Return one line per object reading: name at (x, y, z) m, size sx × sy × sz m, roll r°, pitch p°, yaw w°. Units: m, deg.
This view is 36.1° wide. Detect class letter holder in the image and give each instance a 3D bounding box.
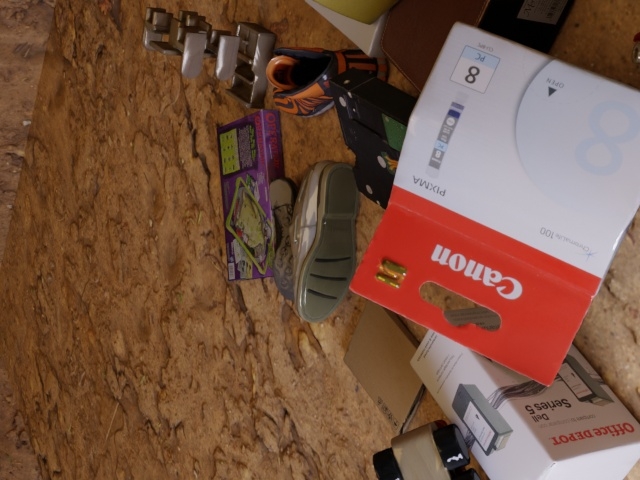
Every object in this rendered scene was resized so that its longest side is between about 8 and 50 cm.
letter holder at (0.234, -0.361, 1.429) m, size 0.214 × 0.152 × 0.301 m, roll 55°, pitch 134°, yaw 42°

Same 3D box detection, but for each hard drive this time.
hard drive at (0.149, -0.120, 1.554) m, size 0.339 × 0.064 × 0.236 m, roll 39°, pitch 154°, yaw 49°

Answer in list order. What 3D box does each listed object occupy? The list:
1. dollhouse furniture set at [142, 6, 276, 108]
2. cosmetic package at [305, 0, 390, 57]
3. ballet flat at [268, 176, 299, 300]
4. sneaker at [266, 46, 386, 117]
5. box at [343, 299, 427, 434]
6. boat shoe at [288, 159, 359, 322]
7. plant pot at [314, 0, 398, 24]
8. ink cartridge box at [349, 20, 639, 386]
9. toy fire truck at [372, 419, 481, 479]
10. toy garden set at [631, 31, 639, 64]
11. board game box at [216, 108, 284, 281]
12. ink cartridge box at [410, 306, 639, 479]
dollhouse furniture set at (-0.232, -0.370, 2.034) m, size 0.212 × 0.242 × 0.160 m, roll 39°, pitch 124°, yaw 49°
cosmetic package at (0.109, -0.447, 1.616) m, size 0.224 × 0.138 × 0.224 m, roll 50°, pitch 131°, yaw 41°
ballet flat at (-0.059, -0.004, 1.976) m, size 0.084 × 0.058 × 0.249 m, roll -7°, pitch 92°, yaw 21°
sneaker at (-0.039, -0.304, 1.807) m, size 0.321 × 0.180 × 0.124 m, roll -9°, pitch 84°, yaw 56°
box at (0.120, 0.217, 1.745) m, size 0.201 × 0.021 × 0.164 m, roll 52°, pitch 132°, yaw 42°
boat shoe at (0.000, 0.000, 1.842) m, size 0.103 × 0.113 × 0.302 m, roll 16°, pitch 94°, yaw 56°
plant pot at (0.033, -0.466, 1.431) m, size 0.212 × 0.187 × 0.212 m, roll -31°, pitch 64°, yaw 54°
ink cartridge box at (0.236, -0.049, 1.262) m, size 0.308 × 0.091 × 0.384 m, roll 26°, pitch 92°, yaw 17°
toy fire truck at (0.167, 0.363, 1.352) m, size 0.159 × 0.246 × 0.217 m, roll -25°, pitch 78°, yaw 14°
toy garden set at (0.406, -0.283, 1.162) m, size 0.244 × 0.049 × 0.203 m, roll -96°, pitch 12°, yaw -68°
board game box at (-0.145, -0.090, 2.100) m, size 0.208 × 0.056 × 0.346 m, roll -10°, pitch 84°, yaw 60°
ink cartridge box at (0.283, 0.220, 1.343) m, size 0.273 × 0.198 × 0.114 m, roll 55°, pitch 134°, yaw 38°
